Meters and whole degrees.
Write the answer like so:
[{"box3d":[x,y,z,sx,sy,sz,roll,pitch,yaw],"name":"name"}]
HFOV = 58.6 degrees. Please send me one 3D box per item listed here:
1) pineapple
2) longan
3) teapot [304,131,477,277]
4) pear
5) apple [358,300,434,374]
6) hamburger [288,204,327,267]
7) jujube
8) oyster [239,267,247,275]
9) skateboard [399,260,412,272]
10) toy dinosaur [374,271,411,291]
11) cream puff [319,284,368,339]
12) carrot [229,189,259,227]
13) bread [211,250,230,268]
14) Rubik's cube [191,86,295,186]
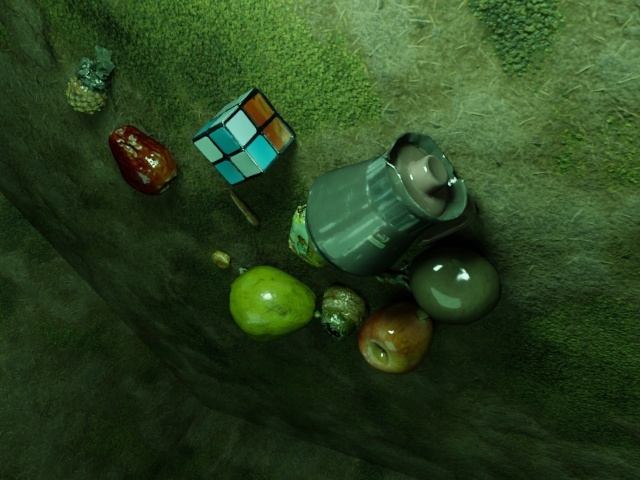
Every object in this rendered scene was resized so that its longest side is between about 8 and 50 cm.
[{"box3d":[-0.712,-0.503,1.781,0.128,0.128,0.248,41,141,-10],"name":"pineapple"},{"box3d":[0.359,0.119,1.559,0.246,0.215,0.245,4,135,4],"name":"longan"},{"box3d":[0.188,-0.079,1.425,0.376,0.305,0.362,19,149,-31],"name":"teapot"},{"box3d":[-0.169,0.242,2.137,0.376,0.287,0.287,12,144,6],"name":"pear"},{"box3d":[0.256,0.311,1.889,0.242,0.241,0.241,22,130,28],"name":"apple"},{"box3d":[0.003,0.001,1.791,0.235,0.125,0.214,44,158,10],"name":"hamburger"},{"box3d":[-0.607,-0.275,1.944,0.255,0.190,0.190,53,146,2],"name":"jujube"},{"box3d":[-0.298,0.148,2.329,0.051,0.034,0.093,-4,122,22],"name":"oyster"},{"box3d":[0.292,0.081,1.741,0.064,0.032,0.083,35,150,-20],"name":"skateboard"},{"box3d":[0.201,0.114,1.854,0.212,0.057,0.142,12,162,48],"name":"toy dinosaur"},{"box3d":[0.065,0.272,2.049,0.184,0.169,0.183,24,147,17],"name":"cream puff"},{"box3d":[-0.266,-0.110,1.970,0.036,0.035,0.165,-10,125,47],"name":"carrot"},{"box3d":[-0.403,0.077,2.314,0.081,0.046,0.083,-14,123,46],"name":"bread"},{"box3d":[-0.209,-0.282,1.567,0.183,0.180,0.167,47,146,-22],"name":"Rubik's cube"}]
